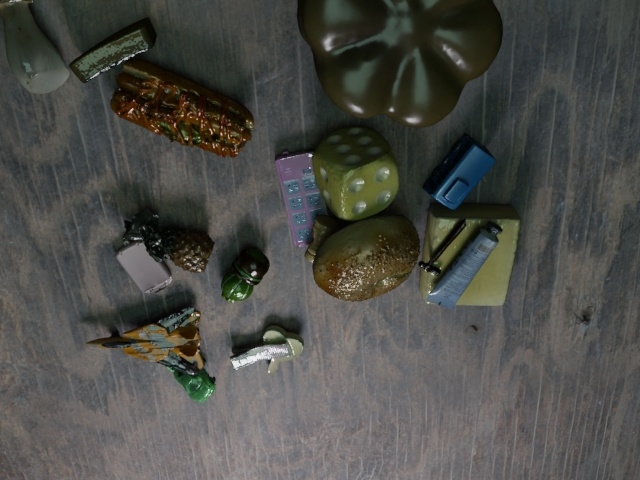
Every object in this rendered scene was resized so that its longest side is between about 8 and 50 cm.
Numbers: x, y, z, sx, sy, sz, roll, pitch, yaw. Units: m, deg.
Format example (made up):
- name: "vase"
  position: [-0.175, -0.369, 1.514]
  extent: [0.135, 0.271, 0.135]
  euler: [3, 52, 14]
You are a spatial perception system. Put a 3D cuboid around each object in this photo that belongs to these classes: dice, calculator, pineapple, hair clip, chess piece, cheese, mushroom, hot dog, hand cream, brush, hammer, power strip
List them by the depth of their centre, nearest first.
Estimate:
- name: "mushroom"
  position: [-0.668, -0.447, 1.530]
  extent: [0.116, 0.093, 0.225]
  euler: [-29, 107, -15]
- name: "brush"
  position: [-0.467, -0.433, 1.530]
  extent: [0.197, 0.123, 0.059]
  euler: [-26, 119, 8]
- name: "hot dog"
  position: [-0.329, -0.303, 1.605]
  extent: [0.348, 0.117, 0.158]
  euler: [22, 121, -16]
- name: "dice"
  position: [0.085, -0.167, 1.660]
  extent: [0.166, 0.169, 0.169]
  euler: [-23, 136, -15]
- name: "hammer"
  position: [0.329, 0.015, 1.754]
  extent: [0.065, 0.021, 0.178]
  euler: [31, 111, -11]
- name: "pineapple"
  position: [-0.402, 0.001, 1.758]
  extent: [0.237, 0.119, 0.111]
  euler: [21, 138, -15]
- name: "hand cream"
  position: [0.381, 0.068, 1.763]
  extent: [0.091, 0.058, 0.271]
  euler: [20, 117, -22]
- name: "power strip"
  position: [-0.041, -0.110, 1.775]
  extent: [0.109, 0.037, 0.279]
  euler: [-12, 116, 1]
- name: "chess piece"
  position: [0.000, 0.000, 1.780]
  extent: [0.066, 0.066, 0.122]
  euler: [14, 119, -12]
- name: "calculator"
  position: [-0.479, 0.069, 1.823]
  extent: [0.100, 0.032, 0.175]
  euler: [-27, 115, 7]
- name: "cheese"
  position: [0.405, 0.039, 1.844]
  extent: [0.242, 0.124, 0.266]
  euler: [3, 116, 0]
- name: "hair clip"
  position: [-0.150, 0.330, 1.962]
  extent: [0.218, 0.071, 0.159]
  euler: [-15, 119, 8]

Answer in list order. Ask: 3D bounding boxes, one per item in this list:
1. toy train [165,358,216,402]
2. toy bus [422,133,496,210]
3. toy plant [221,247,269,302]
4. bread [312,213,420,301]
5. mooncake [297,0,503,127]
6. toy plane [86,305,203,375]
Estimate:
- name: "toy train"
  position: [-0.375, 0.398, 1.955]
  extent: [0.099, 0.149, 0.081]
  euler: [-46, 155, 13]
- name: "toy bus"
  position: [0.359, -0.172, 1.747]
  extent: [0.090, 0.106, 0.185]
  euler: [30, 110, -21]
- name: "toy plant"
  position: [-0.212, 0.101, 1.834]
  extent: [0.092, 0.093, 0.162]
  euler: [30, 112, -18]
- name: "bread"
  position: [0.130, 0.055, 1.744]
  extent: [0.305, 0.159, 0.305]
  euler: [-22, 153, -12]
- name: "mooncake"
  position: [0.175, -0.490, 1.491]
  extent: [0.467, 0.262, 0.467]
  euler: [-3, 114, -6]
- name: "toy plane"
  position: [-0.491, 0.283, 1.891]
  extent: [0.316, 0.103, 0.204]
  euler: [1, 102, 5]
